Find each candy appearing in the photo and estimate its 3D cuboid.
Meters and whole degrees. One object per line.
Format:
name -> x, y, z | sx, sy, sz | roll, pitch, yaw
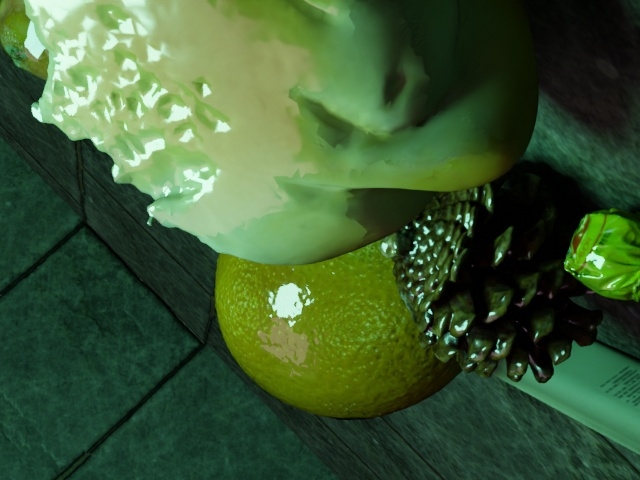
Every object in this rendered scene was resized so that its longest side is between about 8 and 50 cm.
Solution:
candy -> 0.313, 0.046, 1.263 | 0.262, 0.073, 0.077 | 26, 173, 34

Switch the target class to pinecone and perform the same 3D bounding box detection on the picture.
pinecone -> 0.155, 0.033, 1.398 | 0.169, 0.185, 0.212 | -22, 134, 32

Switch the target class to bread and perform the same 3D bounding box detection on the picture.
bread -> -0.051, -0.184, 1.124 | 0.424, 0.329, 0.245 | 51, 163, -11

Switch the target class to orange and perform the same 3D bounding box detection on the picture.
orange -> 0.031, 0.045, 1.587 | 0.274, 0.274, 0.274 | 42, 163, 16

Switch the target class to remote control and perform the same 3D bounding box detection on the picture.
remote control -> 0.254, 0.132, 1.545 | 0.309, 0.090, 0.038 | 26, 140, 49

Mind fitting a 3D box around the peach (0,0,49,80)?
peach -> -0.209, -0.247, 1.553 | 0.214, 0.235, 0.214 | 32, 156, 16
